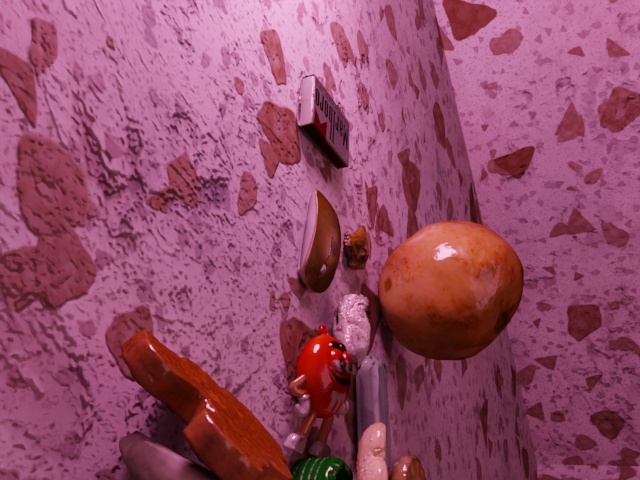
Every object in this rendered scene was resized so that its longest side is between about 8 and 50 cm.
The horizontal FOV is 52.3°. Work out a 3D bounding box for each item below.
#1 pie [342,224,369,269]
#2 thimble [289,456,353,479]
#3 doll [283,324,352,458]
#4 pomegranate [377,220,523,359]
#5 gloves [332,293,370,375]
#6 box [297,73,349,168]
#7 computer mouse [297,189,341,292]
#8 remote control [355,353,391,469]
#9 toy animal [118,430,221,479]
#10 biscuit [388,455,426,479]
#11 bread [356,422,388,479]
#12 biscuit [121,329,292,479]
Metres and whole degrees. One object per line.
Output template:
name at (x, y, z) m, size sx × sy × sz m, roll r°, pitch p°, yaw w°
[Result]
pie at (0.078, 0.017, 1.382) m, size 0.170 × 0.034 × 0.091 m, roll -15°, pitch 95°, yaw -71°
thimble at (-0.001, 0.410, 1.022) m, size 0.130 × 0.090 × 0.118 m, roll -74°, pitch 148°, yaw -43°
doll at (0.006, 0.253, 1.095) m, size 0.183 × 0.085 × 0.217 m, roll 43°, pitch 54°, yaw -54°
pomegranate at (0.286, 0.105, 1.505) m, size 0.338 × 0.339 × 0.337 m, roll -8°, pitch 90°, yaw -66°
gloves at (0.055, 0.184, 1.225) m, size 0.114 × 0.071 × 0.153 m, roll 95°, pitch -3°, yaw -55°
box at (0.010, -0.233, 1.301) m, size 0.177 × 0.036 × 0.115 m, roll 42°, pitch 46°, yaw -55°
computer mouse at (0.002, -0.001, 1.205) m, size 0.102 × 0.045 × 0.198 m, roll 49°, pitch 40°, yaw -47°
remote control at (0.107, 0.354, 1.322) m, size 0.104 × 0.052 × 0.247 m, roll 40°, pitch 45°, yaw -58°
toy animal at (-0.127, 0.348, 0.712) m, size 0.308 × 0.266 × 0.188 m, roll 132°, pitch -20°, yaw -66°
biscuit at (0.193, 0.540, 1.442) m, size 0.183 × 0.061 × 0.118 m, roll 59°, pitch 31°, yaw -44°
bread at (0.086, 0.455, 1.076) m, size 0.316 × 0.054 × 0.315 m, roll 0°, pitch 90°, yaw -84°
biscuit at (-0.115, 0.208, 0.734) m, size 0.047 × 0.202 × 0.334 m, roll -43°, pitch 159°, yaw -9°
